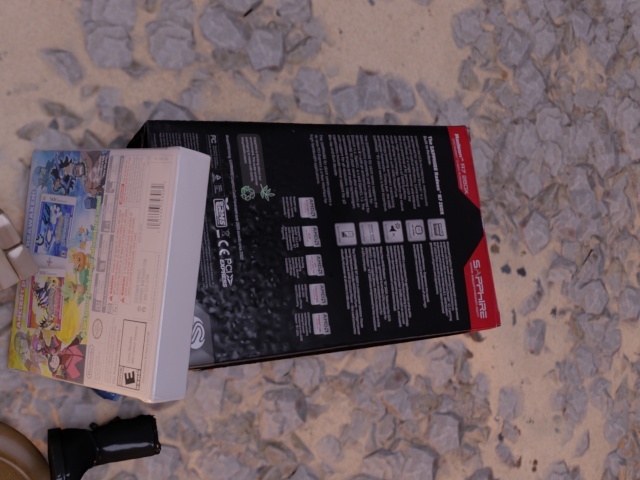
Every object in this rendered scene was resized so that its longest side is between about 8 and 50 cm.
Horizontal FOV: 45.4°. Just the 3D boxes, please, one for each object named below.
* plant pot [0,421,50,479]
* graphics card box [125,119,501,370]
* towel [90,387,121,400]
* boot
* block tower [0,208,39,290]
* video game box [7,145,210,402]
[{"bbox_3d":[-0.318,0.265,0.635,0.236,0.032,0.236,2,87,-46],"label":"plant pot"},{"bbox_3d":[0.000,0.000,0.786,0.371,0.094,0.233,-4,83,-29],"label":"graphics card box"},{"bbox_3d":[-0.189,0.092,0.744,0.067,0.029,0.119,44,72,-19],"label":"towel"},{"bbox_3d":[-0.195,0.191,0.694,0.099,0.121,0.045,-2,93,-21],"label":"boot"},{"bbox_3d":[-0.402,0.063,0.590,0.335,0.097,0.091,-33,119,-23],"label":"block tower"},{"bbox_3d":[-0.187,0.024,0.662,0.048,0.187,0.205,10,85,-59],"label":"video game box"}]
